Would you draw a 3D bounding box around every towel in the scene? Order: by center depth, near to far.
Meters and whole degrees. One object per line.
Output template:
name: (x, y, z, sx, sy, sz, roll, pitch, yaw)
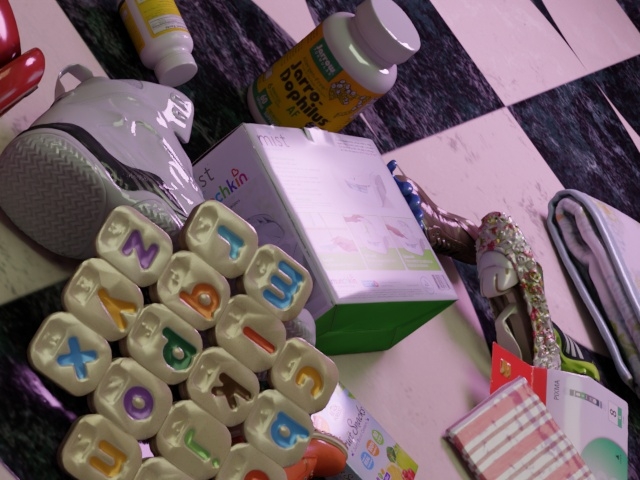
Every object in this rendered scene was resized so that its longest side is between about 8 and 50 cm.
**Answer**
towel: (0.245, 0.273, 1.838, 0.144, 0.029, 0.197, -29, 81, -37)
towel: (0.514, 0.113, 2.411, 0.320, 0.090, 0.374, 25, 38, -46)

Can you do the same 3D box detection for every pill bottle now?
pill bottle: (-0.185, -0.236, 1.781, 0.065, 0.065, 0.116, 6, 54, -54)
pill bottle: (0.018, -0.205, 1.896, 0.117, 0.208, 0.117, 37, 32, -28)

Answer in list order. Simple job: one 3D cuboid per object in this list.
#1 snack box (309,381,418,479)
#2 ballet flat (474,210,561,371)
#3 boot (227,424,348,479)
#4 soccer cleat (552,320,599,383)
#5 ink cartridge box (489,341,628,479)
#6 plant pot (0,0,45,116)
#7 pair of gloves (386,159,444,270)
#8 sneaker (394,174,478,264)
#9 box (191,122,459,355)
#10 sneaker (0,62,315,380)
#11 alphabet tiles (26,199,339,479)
snack box: (0.036, 0.221, 1.615, 0.141, 0.037, 0.100, 47, 27, -9)
ballet flat: (0.249, 0.081, 2.003, 0.077, 0.091, 0.241, -20, 90, -45)
boot: (-0.032, 0.225, 1.497, 0.158, 0.059, 0.084, 12, 50, -39)
soccer cleat: (0.317, 0.145, 2.113, 0.179, 0.060, 0.072, 42, 19, -32)
ink cartridge box: (0.299, 0.242, 1.928, 0.225, 0.056, 0.181, 35, 48, -34)
plant pot: (-0.344, -0.164, 1.330, 0.174, 0.191, 0.191, 51, 28, -8)
pair of gloves: (0.114, -0.011, 1.900, 0.159, 0.023, 0.198, -139, -153, -73)
sneaker: (0.145, -0.008, 2.035, 0.188, 0.066, 0.071, 35, 51, -23)
box: (0.000, 0.000, 1.722, 0.262, 0.127, 0.231, 0, 57, -56)
sneaker: (-0.141, -0.028, 1.529, 0.366, 0.137, 0.210, 38, 33, -20)
alphabet tiles: (-0.117, 0.112, 1.378, 0.278, 0.021, 0.284, 38, 64, -23)
